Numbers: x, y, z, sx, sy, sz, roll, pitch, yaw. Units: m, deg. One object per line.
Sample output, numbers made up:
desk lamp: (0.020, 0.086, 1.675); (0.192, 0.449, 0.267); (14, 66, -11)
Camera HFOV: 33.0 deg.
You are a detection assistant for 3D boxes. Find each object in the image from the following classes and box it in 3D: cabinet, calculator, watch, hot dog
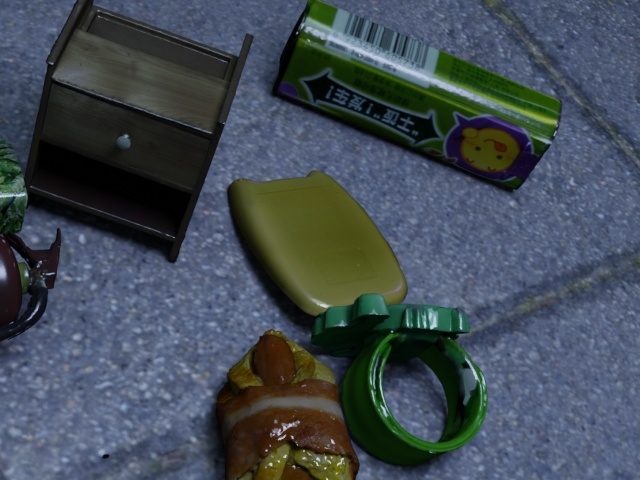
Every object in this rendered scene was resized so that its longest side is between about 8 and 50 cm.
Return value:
cabinet: (-0.190, -0.115, 1.092); (0.174, 0.215, 0.148); (19, 46, -8)
calculator: (0.000, 0.000, 1.184); (0.157, 0.033, 0.236); (-9, 47, -32)
watch: (0.074, 0.144, 1.073); (0.165, 0.131, 0.152); (6, 67, -26)
hot dog: (-0.032, 0.181, 0.984); (0.123, 0.093, 0.262); (-5, 53, -15)

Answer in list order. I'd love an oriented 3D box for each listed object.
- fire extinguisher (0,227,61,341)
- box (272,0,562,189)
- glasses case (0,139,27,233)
fire extinguisher: (-0.384, 0.045, 0.941); (0.341, 0.105, 0.141); (-9, 48, -27)
box: (0.118, -0.184, 1.354); (0.345, 0.134, 0.097); (21, 50, -6)
glasses case: (-0.428, -0.048, 1.033); (0.272, 0.062, 0.095); (-7, 55, -29)
